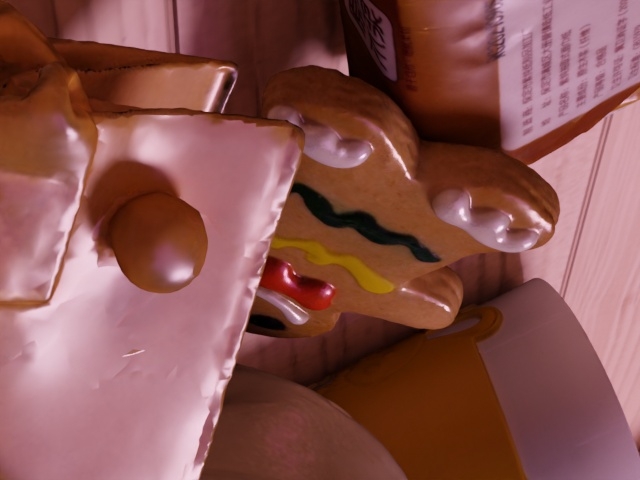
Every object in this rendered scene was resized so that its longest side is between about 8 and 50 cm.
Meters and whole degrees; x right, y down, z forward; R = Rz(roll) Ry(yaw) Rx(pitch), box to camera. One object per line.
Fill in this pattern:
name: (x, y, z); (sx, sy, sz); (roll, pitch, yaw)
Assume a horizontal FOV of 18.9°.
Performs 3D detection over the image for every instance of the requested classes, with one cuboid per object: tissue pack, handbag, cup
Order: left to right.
handbag: (-0.218, 0.042, 0.669); (0.401, 0.133, 0.283); (3, 120, -34)
cup: (0.065, 0.142, 1.152); (0.226, 0.185, 0.241); (-20, -177, -8)
tissue pack: (0.094, -0.130, 0.780); (0.183, 0.092, 0.226); (-26, 154, -8)

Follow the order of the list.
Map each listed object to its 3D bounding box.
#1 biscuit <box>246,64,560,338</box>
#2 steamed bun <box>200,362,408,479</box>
biscuit: (0.000, 0.001, 0.870); (0.158, 0.035, 0.240); (24, 152, -14)
steamed bun: (-0.094, 0.243, 0.939); (0.352, 0.339, 0.247); (-22, -170, 14)
